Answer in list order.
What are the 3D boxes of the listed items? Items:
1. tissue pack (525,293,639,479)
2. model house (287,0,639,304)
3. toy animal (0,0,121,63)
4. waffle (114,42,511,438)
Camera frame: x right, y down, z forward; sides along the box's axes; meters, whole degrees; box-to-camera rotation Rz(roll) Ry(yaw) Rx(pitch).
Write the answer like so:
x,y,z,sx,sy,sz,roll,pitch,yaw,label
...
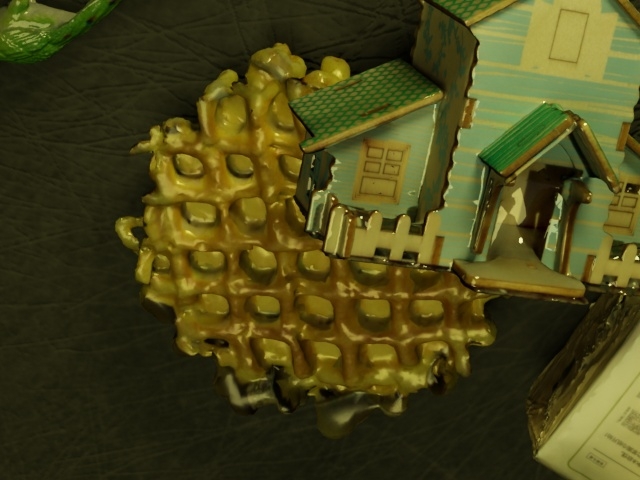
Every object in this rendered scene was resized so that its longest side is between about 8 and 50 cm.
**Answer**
x,y,z,sx,sy,sz,roll,pitch,yaw,label
0.283,0.131,1.105,0.234,0.125,0.159,30,111,-6,tissue pack
0.124,-0.085,0.965,0.271,0.178,0.206,8,105,-13,model house
-0.188,-0.174,1.101,0.217,0.041,0.075,-25,114,23,toy animal
-0.005,0.008,1.153,0.329,0.062,0.329,6,124,10,waffle
